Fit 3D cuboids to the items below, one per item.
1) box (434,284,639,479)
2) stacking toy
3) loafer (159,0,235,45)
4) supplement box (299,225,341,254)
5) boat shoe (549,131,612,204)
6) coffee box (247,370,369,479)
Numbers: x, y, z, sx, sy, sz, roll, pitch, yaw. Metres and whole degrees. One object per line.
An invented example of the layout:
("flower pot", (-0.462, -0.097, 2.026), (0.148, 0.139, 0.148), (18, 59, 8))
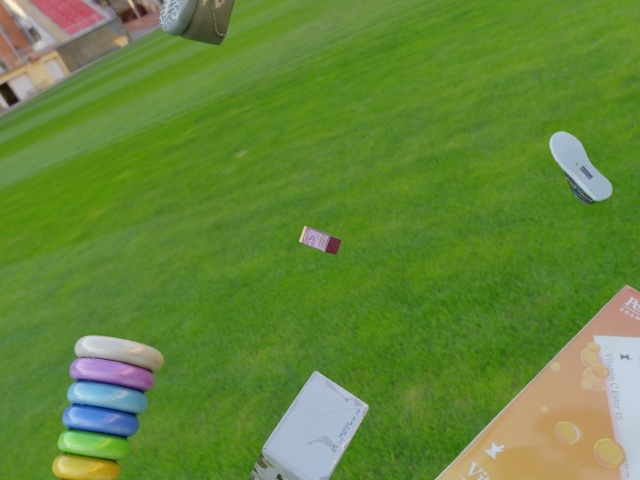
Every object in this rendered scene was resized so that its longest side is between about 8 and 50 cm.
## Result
("box", (0.284, 0.248, 0.554), (0.345, 0.168, 0.215), (-38, 51, -19))
("stacking toy", (-0.349, 0.321, 0.864), (0.141, 0.141, 0.330), (-7, 62, 34))
("loafer", (-0.132, -0.368, 0.743), (0.094, 0.087, 0.251), (10, 79, 51))
("supplement box", (0.000, 0.000, 1.371), (0.083, 0.055, 0.043), (21, 92, 36))
("boat shoe", (0.577, -0.159, 1.282), (0.065, 0.183, 0.083), (-34, -9, -1))
("coffee box", (-0.036, 0.390, 1.028), (0.119, 0.297, 0.168), (32, 51, 10))
